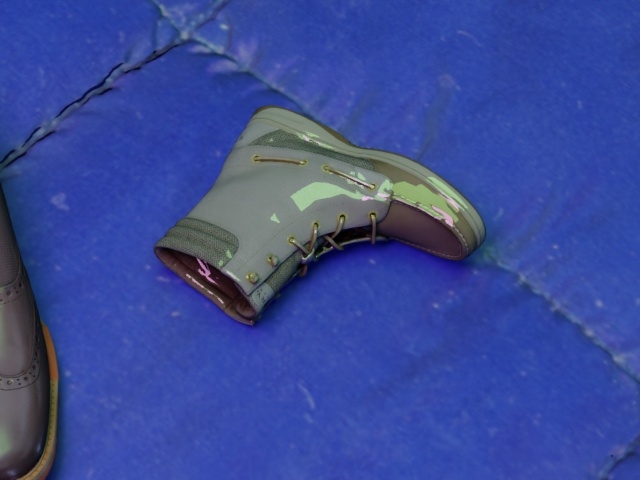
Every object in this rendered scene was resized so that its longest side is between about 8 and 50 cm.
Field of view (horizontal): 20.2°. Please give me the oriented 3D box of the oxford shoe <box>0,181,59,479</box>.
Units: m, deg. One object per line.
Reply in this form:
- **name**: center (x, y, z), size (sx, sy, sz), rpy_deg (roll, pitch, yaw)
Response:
- **oxford shoe**: center (-0.273, 0.017, 1.286), size (0.130, 0.132, 0.363), rpy_deg (-15, 59, -14)

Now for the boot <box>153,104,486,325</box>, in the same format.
- **boot**: center (0.000, 0.000, 1.351), size (0.213, 0.077, 0.165), rpy_deg (25, 58, 19)
